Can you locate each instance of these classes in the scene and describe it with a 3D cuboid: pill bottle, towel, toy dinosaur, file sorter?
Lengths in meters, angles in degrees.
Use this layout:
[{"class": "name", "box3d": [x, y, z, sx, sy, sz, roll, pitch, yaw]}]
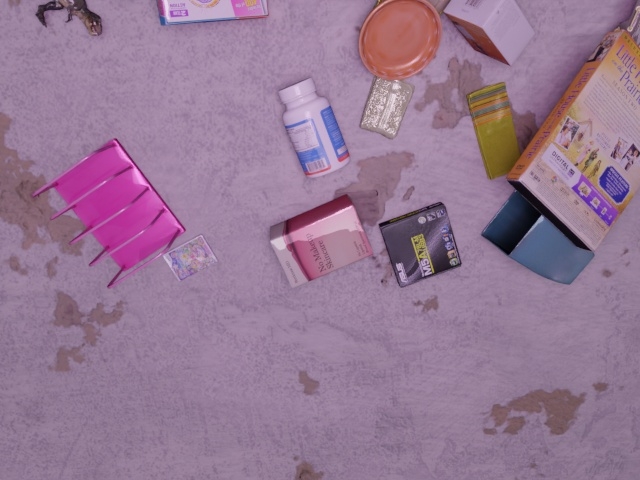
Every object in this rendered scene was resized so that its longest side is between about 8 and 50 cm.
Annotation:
[{"class": "pill bottle", "box3d": [-0.019, -0.276, 1.285, 0.124, 0.124, 0.222, -21, 108, 2]}, {"class": "towel", "box3d": [0.460, -0.284, 1.373, 0.102, 0.021, 0.237, -20, 108, 3]}, {"class": "toy dinosaur", "box3d": [-0.608, -0.562, 1.183, 0.118, 0.064, 0.268, -36, 107, -8]}, {"class": "towel", "box3d": [0.167, -0.340, 1.329, 0.109, 0.027, 0.148, 18, 105, -9]}, {"class": "file sorter", "box3d": [-0.513, -0.062, 1.283, 0.202, 0.182, 0.291, -32, 107, 6]}]

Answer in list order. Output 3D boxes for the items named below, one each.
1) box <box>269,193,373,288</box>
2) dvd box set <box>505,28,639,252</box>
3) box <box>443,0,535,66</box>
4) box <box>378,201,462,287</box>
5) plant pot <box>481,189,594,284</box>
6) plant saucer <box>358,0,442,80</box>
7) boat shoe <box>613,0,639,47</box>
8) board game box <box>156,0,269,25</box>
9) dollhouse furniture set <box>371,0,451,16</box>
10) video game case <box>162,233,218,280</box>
[{"class": "box", "box3d": [0.000, 0.000, 1.372, 0.232, 0.127, 0.149, -24, 108, 3]}, {"class": "dvd box set", "box3d": [0.664, -0.227, 1.249, 0.307, 0.062, 0.421, 35, 89, -22]}, {"class": "box", "box3d": [0.389, -0.499, 1.207, 0.170, 0.130, 0.091, 23, 108, -46]}, {"class": "box", "box3d": [0.274, 0.013, 1.440, 0.184, 0.045, 0.191, -20, 107, 0]}, {"class": "plant pot", "box3d": [0.597, 0.003, 1.406, 0.234, 0.165, 0.166, 31, 103, -18]}, {"class": "plant saucer", "box3d": [0.185, -0.478, 1.236, 0.199, 0.037, 0.200, -6, 133, -6]}, {"class": "boat shoe", "box3d": [0.780, -0.523, 1.286, 0.091, 0.109, 0.305, 33, 121, 27]}, {"class": "board game box", "box3d": [-0.250, -0.640, 1.128, 0.242, 0.064, 0.317, -14, 114, -23]}, {"class": "dollhouse furniture set", "box3d": [0.164, -0.631, 1.219, 0.301, 0.151, 0.198, 22, 127, -28]}, {"class": "video game case", "box3d": [-0.351, 0.047, 1.420, 0.121, 0.011, 0.087, -27, 108, 5]}]
